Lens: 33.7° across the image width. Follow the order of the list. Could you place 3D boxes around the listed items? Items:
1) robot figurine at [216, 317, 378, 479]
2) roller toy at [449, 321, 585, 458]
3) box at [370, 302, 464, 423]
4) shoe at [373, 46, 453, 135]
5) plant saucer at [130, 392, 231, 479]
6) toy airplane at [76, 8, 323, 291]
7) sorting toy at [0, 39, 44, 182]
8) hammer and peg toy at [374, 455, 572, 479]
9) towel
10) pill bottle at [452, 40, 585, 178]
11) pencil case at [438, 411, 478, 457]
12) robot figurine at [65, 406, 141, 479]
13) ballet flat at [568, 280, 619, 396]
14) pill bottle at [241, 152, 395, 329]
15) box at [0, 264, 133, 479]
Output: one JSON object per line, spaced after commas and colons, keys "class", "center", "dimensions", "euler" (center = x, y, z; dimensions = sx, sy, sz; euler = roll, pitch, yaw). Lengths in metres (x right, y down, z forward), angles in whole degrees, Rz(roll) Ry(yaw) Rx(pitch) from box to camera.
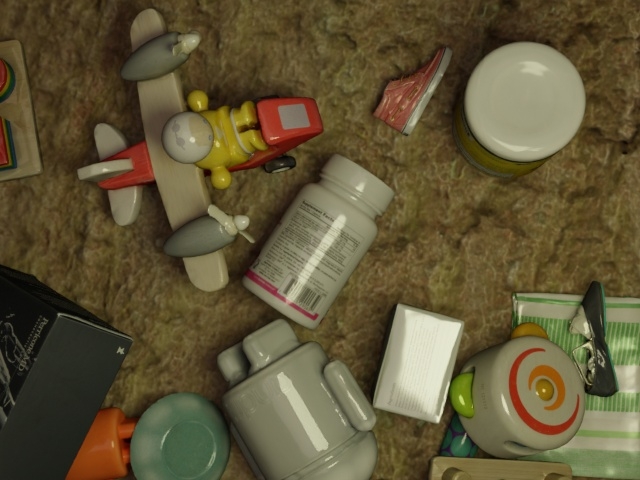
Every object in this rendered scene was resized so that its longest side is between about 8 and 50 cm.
{"class": "robot figurine", "center": [-0.035, 0.314, 1.815], "dimensions": [0.300, 0.199, 0.353], "euler": [-36, 84, 40]}
{"class": "roller toy", "center": [0.338, 0.259, 1.765], "dimensions": [0.209, 0.146, 0.191], "euler": [-38, 92, -33]}
{"class": "box", "center": [0.163, 0.208, 1.824], "dimensions": [0.119, 0.181, 0.182], "euler": [14, 87, 2]}
{"class": "shoe", "center": [0.167, -0.284, 1.916], "dimensions": [0.081, 0.063, 0.178], "euler": [29, 92, -1]}
{"class": "plant saucer", "center": [-0.235, 0.364, 1.849], "dimensions": [0.195, 0.037, 0.195], "euler": [3, 85, -33]}
{"class": "toy airplane", "center": [-0.238, -0.161, 1.818], "dimensions": [0.386, 0.272, 0.384], "euler": [31, 88, 3]}
{"class": "sorting toy", "center": [-0.661, -0.227, 1.928], "dimensions": [0.257, 0.089, 0.256], "euler": [-11, 86, 2]}
{"class": "hammer and peg toy", "center": [0.242, 0.495, 1.762], "dimensions": [0.361, 0.127, 0.266], "euler": [4, 85, -12]}
{"class": "towel", "center": [0.456, 0.258, 1.883], "dimensions": [0.247, 0.038, 0.325], "euler": [2, 86, 1]}
{"class": "pill bottle", "center": [0.320, -0.204, 1.771], "dimensions": [0.187, 0.334, 0.188], "euler": [0, 87, 2]}
{"class": "pencil case", "center": [0.261, 0.336, 1.871], "dimensions": [0.070, 0.064, 0.152], "euler": [25, 86, -35]}
{"class": "robot figurine", "center": [-0.414, 0.362, 1.862], "dimensions": [0.219, 0.158, 0.128], "euler": [-10, 41, 1]}
{"class": "ballet flat", "center": [0.469, 0.174, 1.837], "dimensions": [0.074, 0.074, 0.203], "euler": [-8, 89, 1]}
{"class": "pill bottle", "center": [0.000, 0.000, 1.855], "dimensions": [0.160, 0.160, 0.283], "euler": [33, 87, 4]}
{"class": "box", "center": [-0.537, 0.238, 1.779], "dimensions": [0.312, 0.179, 0.343], "euler": [23, 86, 37]}
